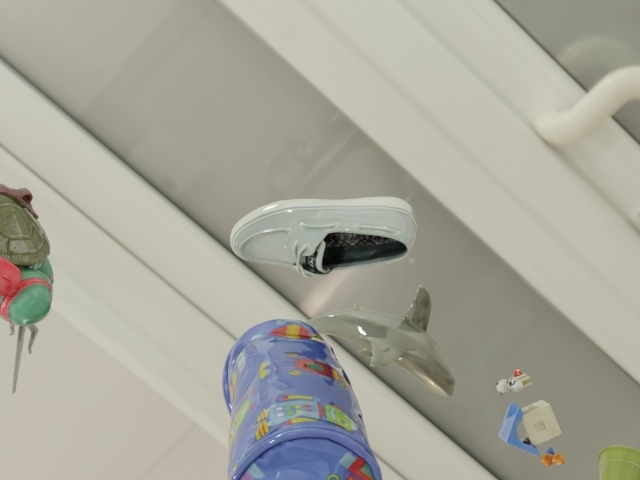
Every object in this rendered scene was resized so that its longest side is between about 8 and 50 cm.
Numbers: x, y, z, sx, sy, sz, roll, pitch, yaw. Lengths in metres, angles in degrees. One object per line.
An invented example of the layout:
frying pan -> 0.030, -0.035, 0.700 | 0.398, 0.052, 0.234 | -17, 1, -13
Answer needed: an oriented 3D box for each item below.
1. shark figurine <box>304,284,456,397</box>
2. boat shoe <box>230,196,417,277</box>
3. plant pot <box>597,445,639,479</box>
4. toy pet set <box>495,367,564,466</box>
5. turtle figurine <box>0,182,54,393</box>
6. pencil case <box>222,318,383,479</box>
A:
shark figurine -> 0.053, 0.145, 1.514 | 0.116, 0.278, 0.166 | -72, -11, -59
boat shoe -> 0.001, 0.001, 1.306 | 0.227, 0.079, 0.081 | -7, 38, 9
plant pot -> 0.416, 0.340, 1.527 | 0.083, 0.083, 0.079 | -34, 20, 47
toy pet set -> 0.242, 0.227, 1.324 | 0.065, 0.122, 0.114 | -23, 1, -3
turtle figurine -> -0.243, 0.007, 0.766 | 0.118, 0.234, 0.175 | -48, -32, 14
pencil case -> -0.028, 0.168, 0.969 | 0.133, 0.119, 0.306 | -62, 11, 8
